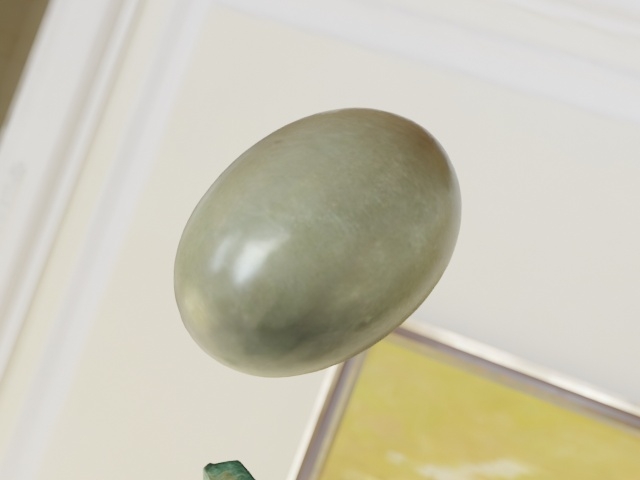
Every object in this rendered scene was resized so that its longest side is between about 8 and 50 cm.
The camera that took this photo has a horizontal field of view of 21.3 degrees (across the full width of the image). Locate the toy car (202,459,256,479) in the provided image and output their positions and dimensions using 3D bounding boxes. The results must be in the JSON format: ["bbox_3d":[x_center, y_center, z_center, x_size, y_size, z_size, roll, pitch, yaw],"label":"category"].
[{"bbox_3d":[-0.025,0.327,1.528,0.097,0.141,0.320,-11,-151,-23],"label":"toy car"}]

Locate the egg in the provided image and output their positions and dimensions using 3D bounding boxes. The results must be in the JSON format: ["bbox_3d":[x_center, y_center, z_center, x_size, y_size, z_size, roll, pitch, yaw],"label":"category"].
[{"bbox_3d":[0.000,0.000,1.829,0.258,0.352,0.258,46,160,22],"label":"egg"}]
